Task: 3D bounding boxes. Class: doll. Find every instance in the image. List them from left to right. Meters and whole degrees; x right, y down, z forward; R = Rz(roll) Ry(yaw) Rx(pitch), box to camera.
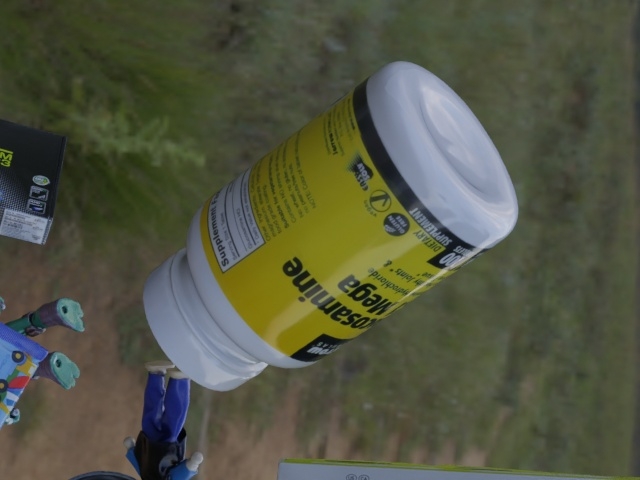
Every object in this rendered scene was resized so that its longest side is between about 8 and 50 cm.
[{"bbox_3d":[-0.187,0.245,1.692,0.046,0.129,0.189,-2,100,-51],"label":"doll"}]

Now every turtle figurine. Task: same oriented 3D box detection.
[{"bbox_3d":[-0.413,0.147,1.791,0.118,0.234,0.175,11,70,-60],"label":"turtle figurine"}]

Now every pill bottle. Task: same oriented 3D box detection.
[{"bbox_3d":[0.000,0.000,1.300,0.188,0.334,0.188,40,29,-28],"label":"pill bottle"}]

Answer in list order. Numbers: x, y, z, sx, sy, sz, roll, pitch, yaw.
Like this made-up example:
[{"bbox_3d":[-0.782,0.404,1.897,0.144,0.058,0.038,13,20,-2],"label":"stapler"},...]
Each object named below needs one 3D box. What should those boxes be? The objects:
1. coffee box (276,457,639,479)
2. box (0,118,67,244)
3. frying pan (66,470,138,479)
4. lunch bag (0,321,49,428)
[{"bbox_3d":[0.160,0.387,1.309,0.337,0.338,0.334,36,56,-66],"label":"coffee box"},{"bbox_3d":[-0.388,-0.082,1.576,0.184,0.190,0.045,-94,-157,-54],"label":"box"},{"bbox_3d":[-0.277,0.465,1.913,0.326,0.197,0.053,67,-16,-11],"label":"frying pan"},{"bbox_3d":[-0.398,0.145,1.260,0.138,0.293,0.221,35,76,-26],"label":"lunch bag"}]
